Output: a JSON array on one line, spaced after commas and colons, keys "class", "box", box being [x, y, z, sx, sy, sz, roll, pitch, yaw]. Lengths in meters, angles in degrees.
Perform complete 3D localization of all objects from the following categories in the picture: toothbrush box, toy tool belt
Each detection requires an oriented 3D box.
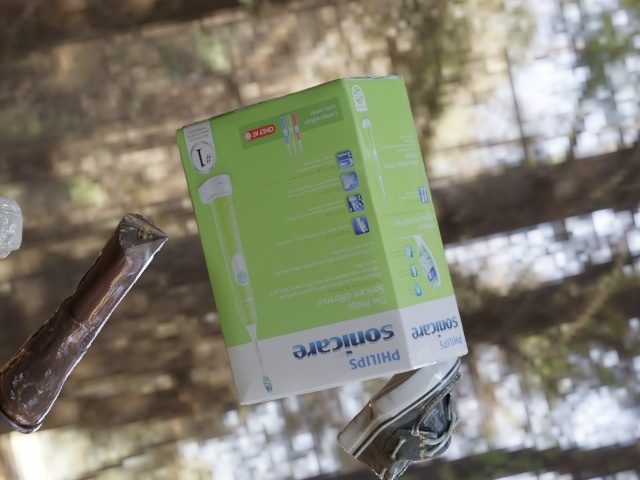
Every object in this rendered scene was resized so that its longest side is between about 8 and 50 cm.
[{"class": "toothbrush box", "box": [0.000, 0.000, 1.780, 0.122, 0.206, 0.283, -8, 84, -58]}, {"class": "toy tool belt", "box": [-0.248, -0.014, 1.260, 0.051, 0.083, 0.052, -170, -91, -74]}]

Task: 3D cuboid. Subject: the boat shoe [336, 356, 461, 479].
[{"class": "boat shoe", "box": [0.129, 0.229, 2.405, 0.119, 0.121, 0.335, 43, -26, 4]}]

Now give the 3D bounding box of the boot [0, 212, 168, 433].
[{"class": "boot", "box": [-0.128, 0.040, 0.976, 0.037, 0.114, 0.106, 38, 19, -13]}]
